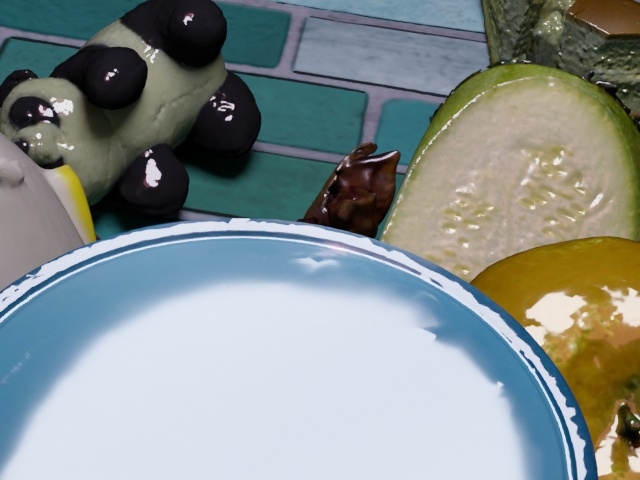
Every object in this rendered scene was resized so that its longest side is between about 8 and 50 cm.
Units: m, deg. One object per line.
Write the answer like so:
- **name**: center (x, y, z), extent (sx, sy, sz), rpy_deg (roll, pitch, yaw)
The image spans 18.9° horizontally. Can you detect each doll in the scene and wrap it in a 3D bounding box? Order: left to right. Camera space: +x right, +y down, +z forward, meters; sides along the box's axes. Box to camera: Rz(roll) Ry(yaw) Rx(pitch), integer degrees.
- **doll**: center (-0.155, -0.102, 1.520), extent (0.135, 0.143, 0.234), rpy_deg (7, 37, 38)

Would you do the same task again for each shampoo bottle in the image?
- **shampoo bottle**: center (-0.045, 0.221, 1.015), extent (0.331, 0.342, 0.331), rpy_deg (4, 43, -3)

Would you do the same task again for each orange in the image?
- **orange**: center (0.178, 0.134, 1.208), extent (0.279, 0.235, 0.279), rpy_deg (1, 69, -2)

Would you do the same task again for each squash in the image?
- **squash**: center (0.136, 0.012, 1.381), extent (0.189, 0.189, 0.260), rpy_deg (14, 38, 8)

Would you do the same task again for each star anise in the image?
- **star anise**: center (0.000, 0.000, 1.418), extent (0.057, 0.168, 0.168), rpy_deg (40, 47, -1)

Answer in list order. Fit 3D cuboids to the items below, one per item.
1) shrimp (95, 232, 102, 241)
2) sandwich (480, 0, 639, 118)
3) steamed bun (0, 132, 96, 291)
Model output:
- **shrimp**: center (-0.171, 0.048, 1.391), extent (0.090, 0.079, 0.233), rpy_deg (-41, 47, 7)
- **sandwich**: center (0.215, -0.179, 1.672), extent (0.244, 0.090, 0.088), rpy_deg (32, 45, 26)
- **steamed bun**: center (-0.293, 0.068, 1.144), extent (0.334, 0.333, 0.374), rpy_deg (19, 12, 14)
